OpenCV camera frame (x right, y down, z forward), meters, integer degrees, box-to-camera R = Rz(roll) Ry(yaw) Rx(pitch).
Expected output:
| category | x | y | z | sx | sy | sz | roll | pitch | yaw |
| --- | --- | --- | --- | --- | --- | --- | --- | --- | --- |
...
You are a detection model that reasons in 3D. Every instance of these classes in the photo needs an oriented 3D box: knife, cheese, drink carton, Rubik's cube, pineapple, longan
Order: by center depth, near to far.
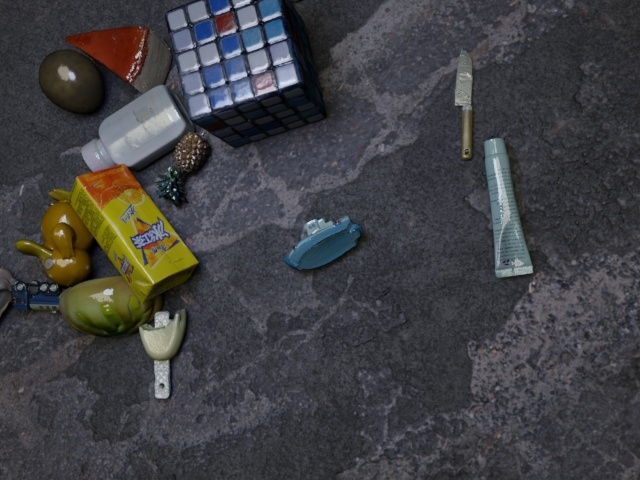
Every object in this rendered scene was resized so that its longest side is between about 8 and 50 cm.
| category | x | y | z | sx | sy | sz | roll | pitch | yaw |
| --- | --- | --- | --- | --- | --- | --- | --- | --- | --- |
| Rubik's cube | -0.173 | -0.430 | 1.430 | 0.293 | 0.292 | 0.287 | -16 | 83 | 13 |
| knife | 0.360 | -0.347 | 1.442 | 0.047 | 0.017 | 0.298 | 1 | 82 | 19 |
| drink carton | -0.491 | -0.023 | 1.494 | 0.351 | 0.154 | 0.111 | 52 | 134 | 9 |
| cheese | -0.413 | 0.298 | 1.508 | 0.127 | 0.050 | 0.235 | -3 | 88 | 5 |
| pineapple | -0.366 | -0.199 | 1.552 | 0.083 | 0.103 | 0.221 | 26 | 84 | 26 |
| longan | -0.707 | -0.443 | 1.630 | 0.185 | 0.204 | 0.159 | 50 | 56 | -19 |

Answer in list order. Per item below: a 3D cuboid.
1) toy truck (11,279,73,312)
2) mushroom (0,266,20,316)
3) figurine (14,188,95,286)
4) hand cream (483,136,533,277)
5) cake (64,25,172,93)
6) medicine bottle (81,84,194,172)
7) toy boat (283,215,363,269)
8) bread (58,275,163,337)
| category | x | y | z | sx | sy | sz | roll | pitch | yaw |
| --- | --- | --- | --- | --- | --- | --- | --- | --- | --- |
| toy truck | -0.757 | 0.157 | 1.601 | 0.201 | 0.074 | 0.088 | 0 | 91 | 12 |
| mushroom | -1.073 | 0.212 | 1.583 | 0.313 | 0.224 | 0.397 | 30 | 91 | 13 |
| figurine | -0.690 | -0.002 | 1.554 | 0.215 | 0.215 | 0.228 | 15 | 62 | 14 |
| hand cream | 0.437 | -0.081 | 1.364 | 0.085 | 0.058 | 0.331 | -8 | 80 | 10 |
| cake | -0.565 | -0.483 | 1.603 | 0.262 | 0.158 | 0.160 | -1 | 80 | 15 |
| medicine bottle | -0.507 | -0.290 | 1.586 | 0.296 | 0.111 | 0.161 | -31 | 81 | 5 |
| toy boat | 0.000 | 0.000 | 1.451 | 0.215 | 0.088 | 0.102 | -32 | 42 | 7 |
| bread | -0.564 | 0.173 | 1.506 | 0.260 | 0.156 | 0.158 | -13 | 78 | 11 |
